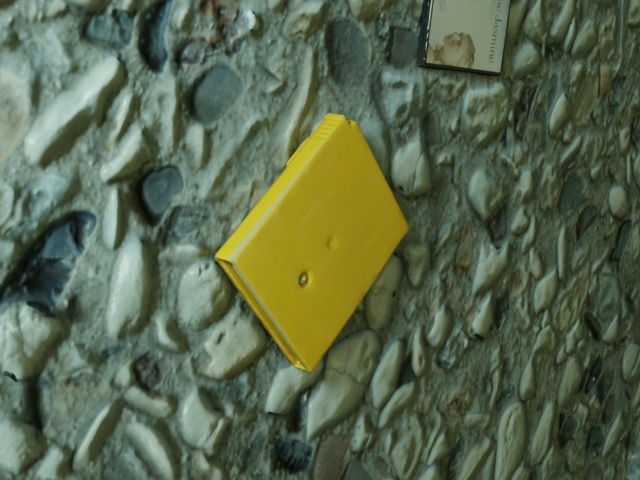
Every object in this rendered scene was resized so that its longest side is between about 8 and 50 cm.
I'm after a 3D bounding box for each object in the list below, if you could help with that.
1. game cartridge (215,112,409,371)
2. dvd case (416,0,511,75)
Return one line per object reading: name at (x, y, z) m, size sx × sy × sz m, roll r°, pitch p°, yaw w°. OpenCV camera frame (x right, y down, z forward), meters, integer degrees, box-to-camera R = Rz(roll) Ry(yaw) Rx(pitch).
game cartridge at (0.000, 0.000, 1.505) m, size 0.324 × 0.052 × 0.285 m, roll -54°, pitch 135°, yaw -26°
dvd case at (0.263, -0.393, 1.705) m, size 0.253 × 0.022 × 0.180 m, roll -6°, pitch 105°, yaw -48°
